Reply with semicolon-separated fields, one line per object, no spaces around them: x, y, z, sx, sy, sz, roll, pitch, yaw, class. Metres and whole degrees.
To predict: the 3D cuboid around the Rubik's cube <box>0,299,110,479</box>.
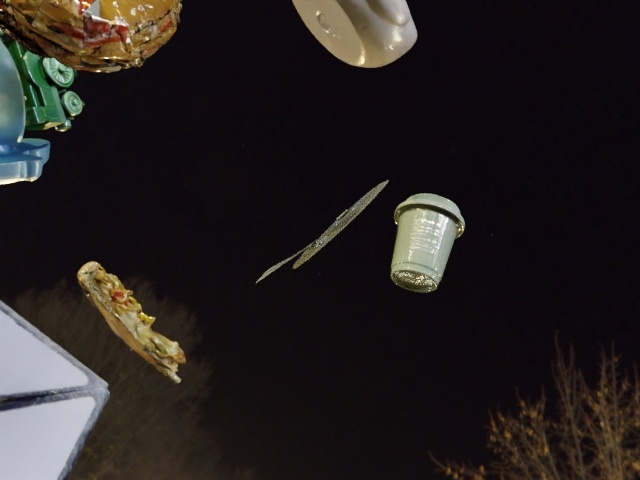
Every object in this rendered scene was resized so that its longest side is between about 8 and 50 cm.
-0.380;0.185;0.484;0.259;0.260;0.255;-35;-66;22;Rubik's cube

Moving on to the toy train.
-0.431;-0.252;0.901;0.071;0.105;0.178;-11;-82;23;toy train

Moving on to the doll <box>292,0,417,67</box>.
0.072;-0.400;0.904;0.221;0.221;0.251;-25;-66;28;doll

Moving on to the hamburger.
-0.281;-0.306;0.709;0.231;0.231;0.107;35;-38;-14;hamburger

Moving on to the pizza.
-0.389;0.146;1.196;0.288;0.074;0.251;25;-30;36;pizza

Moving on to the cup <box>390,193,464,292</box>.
0.171;0.007;0.982;0.120;0.141;0.120;13;-29;7;cup

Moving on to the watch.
-0.485;-0.185;0.834;0.211;0.211;0.193;4;-72;9;watch

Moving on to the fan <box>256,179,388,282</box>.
0.001;0.001;0.994;0.012;0.415;0.233;46;-59;6;fan
